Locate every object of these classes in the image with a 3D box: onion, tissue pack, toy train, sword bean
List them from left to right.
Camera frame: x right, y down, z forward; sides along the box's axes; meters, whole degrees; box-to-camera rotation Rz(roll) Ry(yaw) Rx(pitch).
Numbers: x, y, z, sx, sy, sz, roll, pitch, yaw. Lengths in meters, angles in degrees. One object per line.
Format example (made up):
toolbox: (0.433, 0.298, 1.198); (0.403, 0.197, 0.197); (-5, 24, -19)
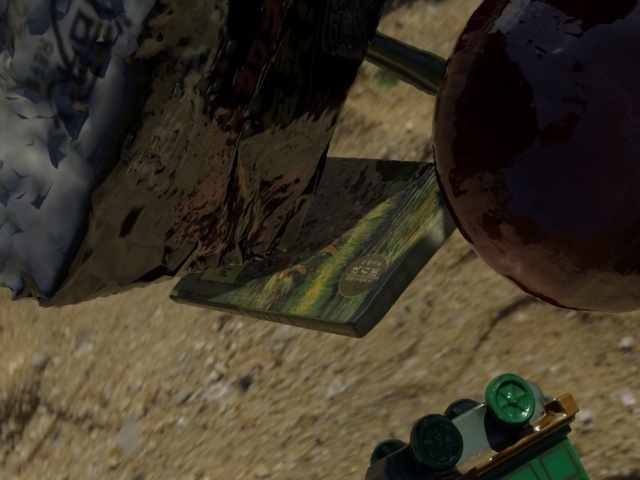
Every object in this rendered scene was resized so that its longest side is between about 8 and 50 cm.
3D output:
tissue pack: (-0.069, -0.102, 0.827); (0.123, 0.332, 0.245); (24, 100, 14)
sword bean: (0.088, -0.138, 1.352); (0.269, 0.043, 0.038); (23, 64, -22)
toy train: (0.128, 0.191, 1.296); (0.227, 0.091, 0.136); (-27, 82, -31)
onion: (0.187, -0.076, 1.014); (0.248, 0.161, 0.248); (3, 72, -8)

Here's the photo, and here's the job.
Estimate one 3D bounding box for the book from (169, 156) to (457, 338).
book: (0.000, 0.000, 1.231); (0.160, 0.228, 0.024); (-51, 123, -23)
